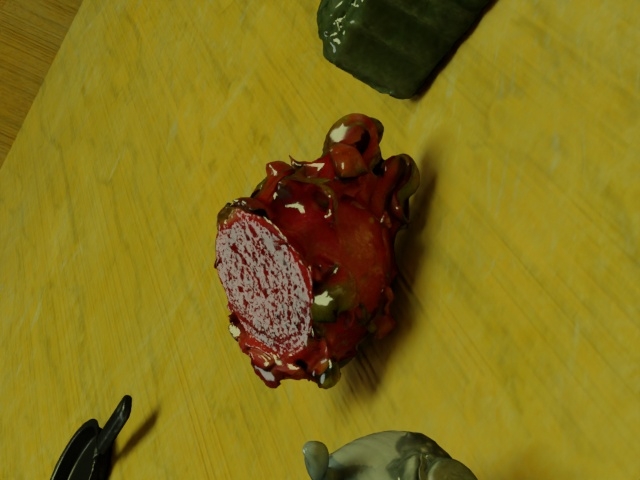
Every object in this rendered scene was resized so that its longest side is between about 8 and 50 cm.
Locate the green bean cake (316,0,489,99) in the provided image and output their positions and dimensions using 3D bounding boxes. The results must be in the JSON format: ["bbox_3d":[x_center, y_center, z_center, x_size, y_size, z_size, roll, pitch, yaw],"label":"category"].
[{"bbox_3d":[0.076,-0.226,1.325,0.183,0.094,0.185,-53,18,36],"label":"green bean cake"}]

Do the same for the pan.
[{"bbox_3d":[-0.216,0.213,1.665,0.235,0.028,0.136,-50,25,47],"label":"pan"}]

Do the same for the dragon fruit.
[{"bbox_3d":[0.000,0.000,1.202,0.133,0.150,0.208,4,61,39],"label":"dragon fruit"}]

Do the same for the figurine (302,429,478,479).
[{"bbox_3d":[0.025,0.185,0.907,0.184,0.128,0.208,-58,25,28],"label":"figurine"}]
